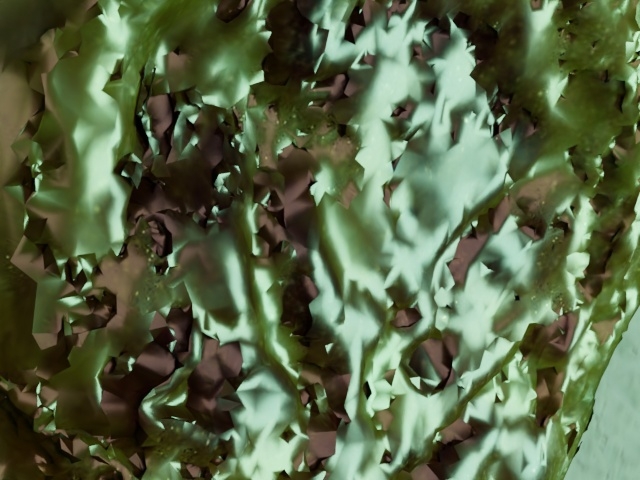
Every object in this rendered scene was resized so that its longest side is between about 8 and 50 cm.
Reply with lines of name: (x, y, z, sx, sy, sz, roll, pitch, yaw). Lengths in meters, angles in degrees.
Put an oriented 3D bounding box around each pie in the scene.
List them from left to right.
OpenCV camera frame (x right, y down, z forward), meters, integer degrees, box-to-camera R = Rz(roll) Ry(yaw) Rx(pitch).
pie: (0.000, 0.000, 0.579, 0.355, 0.103, 0.288, 21, 87, -46)
